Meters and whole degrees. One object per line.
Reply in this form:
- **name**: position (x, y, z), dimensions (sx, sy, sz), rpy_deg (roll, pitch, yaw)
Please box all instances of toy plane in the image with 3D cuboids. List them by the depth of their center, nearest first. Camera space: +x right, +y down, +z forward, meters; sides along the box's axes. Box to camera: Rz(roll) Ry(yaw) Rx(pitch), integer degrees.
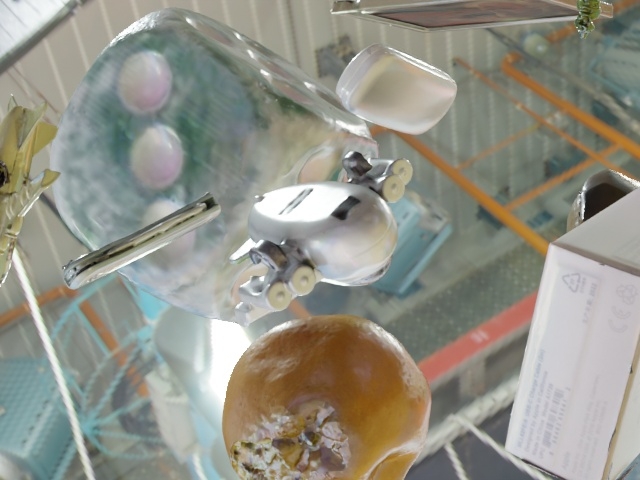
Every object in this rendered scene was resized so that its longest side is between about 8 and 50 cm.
- **toy plane**: position (-0.002, -0.002, 0.861), dimensions (0.174, 0.174, 0.080), rpy_deg (-39, -70, -8)
- **toy plane**: position (-0.359, -0.041, 1.276), dimensions (0.092, 0.229, 0.244), rpy_deg (25, -95, -36)

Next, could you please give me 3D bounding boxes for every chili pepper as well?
- **chili pepper**: position (0.238, -0.214, 1.018), dimensions (0.022, 0.027, 0.083), rpy_deg (-60, -10, -48)

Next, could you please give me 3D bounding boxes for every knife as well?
- **knife**: position (-0.151, -0.002, 1.019), dimensions (0.162, 0.023, 0.044), rpy_deg (-29, -4, -37)

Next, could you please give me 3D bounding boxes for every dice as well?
- **dice**: position (-0.143, -0.102, 1.638), dimensions (0.328, 0.348, 0.330), rpy_deg (-57, -18, 14)

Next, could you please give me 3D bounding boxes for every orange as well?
- **orange**: position (0.001, 0.069, 0.469), dimensions (0.086, 0.086, 0.062), rpy_deg (-53, -10, 8)

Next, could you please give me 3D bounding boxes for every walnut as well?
- **walnut**: position (0.363, 0.000, 1.415), dimensions (0.137, 0.245, 0.137), rpy_deg (-2, -53, -3)

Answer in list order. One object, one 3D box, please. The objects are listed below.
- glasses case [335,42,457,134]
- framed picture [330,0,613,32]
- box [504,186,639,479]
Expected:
- **glasses case**: position (0.068, -0.129, 1.005), dimensions (0.063, 0.041, 0.164), rpy_deg (-54, -27, 16)
- **framed picture**: position (0.188, -0.292, 1.472), dimensions (0.211, 0.290, 0.020), rpy_deg (-1, -86, -50)
- **box**: position (0.277, 0.074, 1.030), dimensions (0.252, 0.106, 0.203), rpy_deg (-25, -51, -49)
